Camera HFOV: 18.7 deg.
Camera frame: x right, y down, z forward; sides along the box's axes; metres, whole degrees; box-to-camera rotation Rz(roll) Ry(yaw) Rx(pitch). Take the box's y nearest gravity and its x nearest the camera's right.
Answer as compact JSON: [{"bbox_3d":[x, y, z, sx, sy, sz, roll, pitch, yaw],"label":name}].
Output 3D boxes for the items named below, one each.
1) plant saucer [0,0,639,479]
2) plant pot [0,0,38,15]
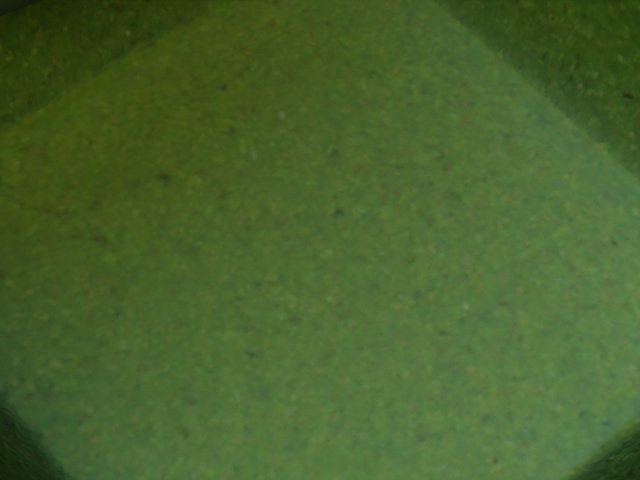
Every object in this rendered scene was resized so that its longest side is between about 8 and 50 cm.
[{"bbox_3d":[0.000,0.000,0.388,0.188,0.045,0.188,-34,63,-23],"label":"plant saucer"},{"bbox_3d":[-0.092,-0.143,0.331,0.284,0.191,0.284,4,57,-6],"label":"plant pot"}]
